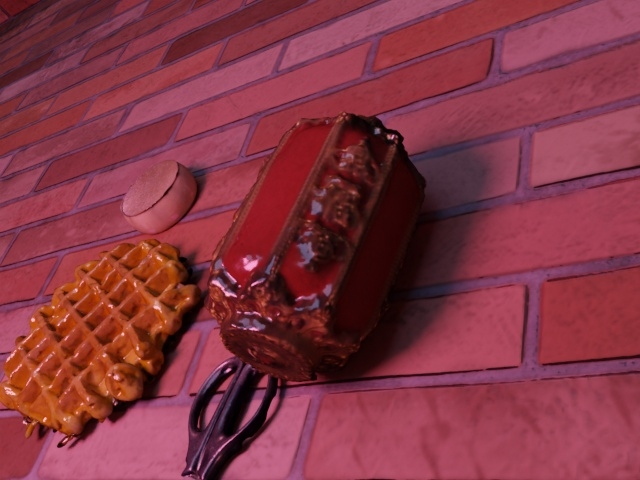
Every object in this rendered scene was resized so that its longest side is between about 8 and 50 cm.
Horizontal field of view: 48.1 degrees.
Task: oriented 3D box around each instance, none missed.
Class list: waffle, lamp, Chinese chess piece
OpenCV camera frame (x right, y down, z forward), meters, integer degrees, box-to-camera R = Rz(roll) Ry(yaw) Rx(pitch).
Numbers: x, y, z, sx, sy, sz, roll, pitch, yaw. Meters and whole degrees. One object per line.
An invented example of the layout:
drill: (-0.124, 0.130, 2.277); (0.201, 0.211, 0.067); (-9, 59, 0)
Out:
waffle: (-0.301, 0.121, 0.942); (0.329, 0.062, 0.329); (-23, 41, 21)
lamp: (0.000, 0.000, 0.712); (0.177, 0.177, 0.274); (-1, 52, 41)
Chinese chess piece: (-0.244, -0.065, 1.089); (0.122, 0.051, 0.122); (-26, 38, 22)

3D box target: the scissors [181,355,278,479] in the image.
scissors: (-0.126, 0.246, 0.695); (0.109, 0.022, 0.300); (-6, 50, 42)
